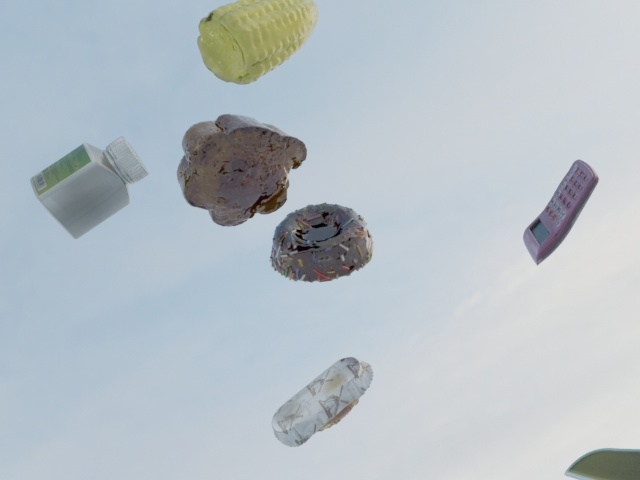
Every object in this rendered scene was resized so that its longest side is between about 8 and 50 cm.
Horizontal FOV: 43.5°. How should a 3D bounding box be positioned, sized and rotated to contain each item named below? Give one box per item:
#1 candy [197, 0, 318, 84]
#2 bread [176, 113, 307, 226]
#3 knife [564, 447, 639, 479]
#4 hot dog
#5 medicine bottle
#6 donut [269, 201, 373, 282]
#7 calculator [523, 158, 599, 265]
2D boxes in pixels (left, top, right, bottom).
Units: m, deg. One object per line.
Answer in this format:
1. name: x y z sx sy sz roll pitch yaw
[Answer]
1. candy: -0.070 -0.290 1.104 0.199 0.094 0.106 -37 -61 -39
2. bread: -0.168 -0.138 1.575 0.246 0.135 0.232 5 -60 -37
3. knife: 0.448 0.290 1.007 0.027 0.061 0.343 36 -29 -24
4. hot dog: 0.006 0.259 1.298 0.192 0.099 0.053 -39 -56 -13
5. medicine bottle: -0.423 -0.108 1.502 0.188 0.088 0.132 -34 -45 -4
6. donut: 0.000 0.000 1.745 0.235 0.235 0.089 -17 -54 -13
7. calculator: 0.426 -0.050 1.424 0.034 0.127 0.191 29 -71 -6
